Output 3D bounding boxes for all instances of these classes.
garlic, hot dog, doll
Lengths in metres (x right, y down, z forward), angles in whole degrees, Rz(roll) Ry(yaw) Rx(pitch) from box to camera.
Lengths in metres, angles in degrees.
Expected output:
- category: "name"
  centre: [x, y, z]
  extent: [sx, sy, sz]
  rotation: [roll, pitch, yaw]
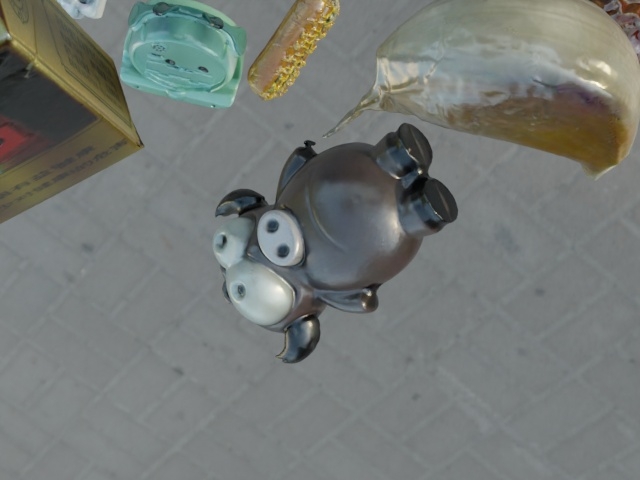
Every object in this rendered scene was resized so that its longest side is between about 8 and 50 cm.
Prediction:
- category: "garlic"
  centre: [0.105, -0.097, 0.721]
  extent: [0.198, 0.091, 0.129]
  rotation: [3, 140, -4]
- category: "hot dog"
  centre: [-0.037, -0.251, 1.484]
  extent: [0.045, 0.071, 0.165]
  rotation: [44, 113, 18]
- category: "doll"
  centre: [0.002, -0.001, 1.070]
  extent: [0.257, 0.117, 0.182]
  rotation: [-28, 75, 24]

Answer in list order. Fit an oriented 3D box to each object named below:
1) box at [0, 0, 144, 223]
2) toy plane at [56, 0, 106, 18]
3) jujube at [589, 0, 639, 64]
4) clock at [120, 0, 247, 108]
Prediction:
- category: "box"
  centre: [-0.198, -0.066, 0.611]
  extent: [0.159, 0.240, 0.071]
  rotation: [-26, 82, 1]
- category: "toy plane"
  centre: [-0.345, -0.384, 1.465]
  extent: [0.252, 0.118, 0.252]
  rotation: [6, 103, 26]
- category: "jujube"
  centre: [0.510, -0.335, 1.619]
  extent: [0.342, 0.216, 0.216]
  rotation: [-37, 107, 30]
- category: "clock"
  centre: [-0.111, -0.158, 0.931]
  extent: [0.101, 0.041, 0.135]
  rotation: [13, 159, -5]
